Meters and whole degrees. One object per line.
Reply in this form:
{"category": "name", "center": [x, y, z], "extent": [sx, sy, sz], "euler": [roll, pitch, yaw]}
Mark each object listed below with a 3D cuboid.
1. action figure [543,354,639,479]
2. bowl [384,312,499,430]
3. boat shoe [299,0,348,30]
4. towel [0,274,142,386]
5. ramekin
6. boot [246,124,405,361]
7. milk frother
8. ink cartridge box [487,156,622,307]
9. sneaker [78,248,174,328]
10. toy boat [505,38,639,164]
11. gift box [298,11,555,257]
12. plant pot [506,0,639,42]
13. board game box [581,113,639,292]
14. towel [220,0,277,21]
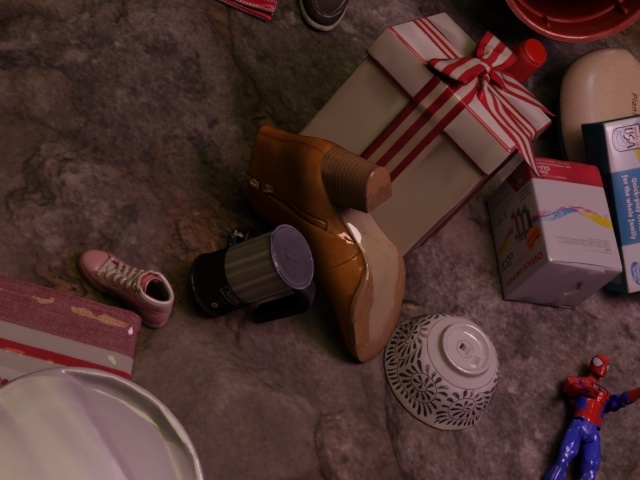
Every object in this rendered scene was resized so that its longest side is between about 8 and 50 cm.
{"category": "action figure", "center": [0.370, 0.252, 1.611], "extent": [0.091, 0.139, 0.280], "euler": [29, 50, -9]}
{"category": "bowl", "center": [0.177, 0.159, 1.604], "extent": [0.170, 0.080, 0.170], "euler": [12, 57, -19]}
{"category": "boat shoe", "center": [0.022, -0.426, 1.890], "extent": [0.081, 0.069, 0.228], "euler": [21, 54, -13]}
{"category": "towel", "center": [-0.340, 0.200, 1.357], "extent": [0.237, 0.037, 0.329], "euler": [18, 57, -18]}
{"category": "ramekin", "center": [-0.265, 0.276, 1.253], "extent": [0.272, 0.127, 0.273], "euler": [13, 59, -21]}
{"category": "boot", "center": [-0.001, 0.000, 1.586], "extent": [0.211, 0.295, 0.104], "euler": [20, 35, 38]}
{"category": "milk frother", "center": [-0.072, 0.021, 1.530], "extent": [0.129, 0.134, 0.143], "euler": [33, 48, -45]}
{"category": "ink cartridge box", "center": [0.336, -0.009, 1.752], "extent": [0.127, 0.128, 0.176], "euler": [7, 58, -22]}
{"category": "sneaker", "center": [-0.233, 0.046, 1.479], "extent": [0.134, 0.070, 0.051], "euler": [39, 54, 1]}
{"category": "toy boat", "center": [0.395, -0.211, 1.912], "extent": [0.318, 0.148, 0.268], "euler": [25, 58, -20]}
{"category": "gift box", "center": [0.164, -0.145, 1.636], "extent": [0.276, 0.258, 0.255], "euler": [43, 28, 2]}
{"category": "plant pot", "center": [0.398, -0.487, 1.959], "extent": [0.272, 0.272, 0.265], "euler": [23, 21, -12]}
{"category": "board game box", "center": [0.577, -0.080, 1.818], "extent": [0.336, 0.079, 0.254], "euler": [-12, 96, -13]}
{"category": "towel", "center": [-0.132, -0.476, 1.870], "extent": [0.198, 0.031, 0.275], "euler": [22, 54, -12]}
